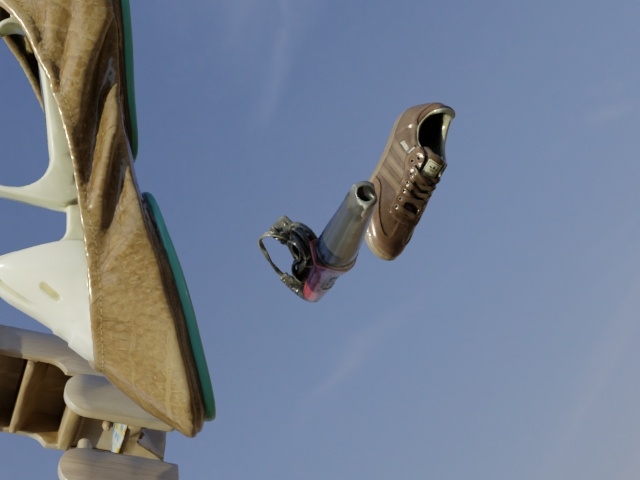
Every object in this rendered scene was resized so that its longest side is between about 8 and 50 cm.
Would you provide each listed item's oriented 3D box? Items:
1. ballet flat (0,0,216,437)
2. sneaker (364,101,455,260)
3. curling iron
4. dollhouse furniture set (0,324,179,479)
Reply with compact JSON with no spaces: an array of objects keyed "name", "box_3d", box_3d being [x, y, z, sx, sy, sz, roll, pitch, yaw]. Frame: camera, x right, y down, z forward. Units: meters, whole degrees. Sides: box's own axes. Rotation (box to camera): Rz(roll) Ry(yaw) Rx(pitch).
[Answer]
[{"name":"ballet flat","box_3d":[-0.162,-0.030,0.976,0.124,0.342,0.116,-10,-8,-16]},{"name":"sneaker","box_3d":[0.098,-0.070,1.651,0.066,0.071,0.188,26,-113,-29]},{"name":"curling iron","box_3d":[0.000,0.000,1.051,0.035,0.068,0.274,-41,0,-13]},{"name":"dollhouse furniture set","box_3d":[-0.354,0.309,1.958,0.256,0.394,0.362,12,-54,-14]}]
